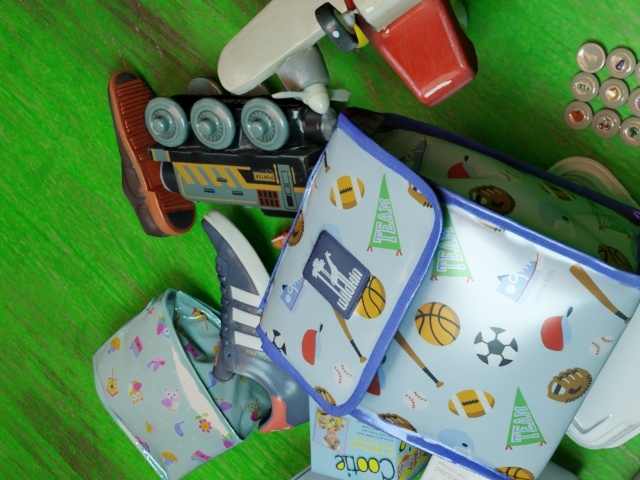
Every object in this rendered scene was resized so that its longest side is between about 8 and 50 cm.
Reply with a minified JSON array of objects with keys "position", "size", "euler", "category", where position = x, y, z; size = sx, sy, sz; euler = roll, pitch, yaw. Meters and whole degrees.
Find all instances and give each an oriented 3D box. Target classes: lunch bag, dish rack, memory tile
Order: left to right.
[{"position":[-0.227,0.226,1.726],"size":[0.223,0.160,0.262],"euler":[-37,88,37],"category":"lunch bag"},{"position":[0.139,0.061,1.246],"size":[0.385,0.239,0.328],"euler":[26,116,6],"category":"lunch bag"},{"position":[0.331,0.093,1.365],"size":[0.333,0.072,0.285],"euler":[50,124,9],"category":"dish rack"},{"position":[0.369,-0.170,1.291],"size":[0.148,0.012,0.113],"euler":[22,115,27],"category":"memory tile"}]

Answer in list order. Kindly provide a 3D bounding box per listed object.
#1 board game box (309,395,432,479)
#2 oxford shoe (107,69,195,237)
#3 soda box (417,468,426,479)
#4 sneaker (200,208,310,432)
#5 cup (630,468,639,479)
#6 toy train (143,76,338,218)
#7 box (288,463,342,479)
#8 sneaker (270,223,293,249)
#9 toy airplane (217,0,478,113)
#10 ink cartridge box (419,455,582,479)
[{"position":[0.078,0.189,1.517],"size":[0.144,0.142,0.275],"euler":[9,109,30],"category":"board game box"},{"position":[-0.290,-0.130,1.697],"size":[0.098,0.097,0.271],"euler":[-11,98,42],"category":"oxford shoe"},{"position":[0.235,0.395,1.519],"size":[0.216,0.074,0.069],"euler":[40,121,17],"category":"soda box"},{"position":[-0.117,0.128,1.607],"size":[0.148,0.131,0.350],"euler":[-29,86,-2],"category":"sneaker"},{"position":[0.453,0.431,1.260],"size":[0.331,0.237,0.331],"euler":[14,112,38],"category":"cup"},{"position":[-0.114,-0.132,1.557],"size":[0.334,0.142,0.190],"euler":[5,117,33],"category":"toy train"},{"position":[0.014,0.409,1.539],"size":[0.169,0.290,0.087],"euler":[37,120,21],"category":"box"},{"position":[0.000,0.000,1.562],"size":[0.175,0.064,0.067],"euler":[-7,110,38],"category":"sneaker"},{"position":[0.081,-0.329,1.313],"size":[0.386,0.272,0.384],"euler":[9,72,40],"category":"toy airplane"},{"position":[0.198,0.380,1.394],"size":[0.171,0.168,0.232],"euler":[28,102,18],"category":"ink cartridge box"}]
